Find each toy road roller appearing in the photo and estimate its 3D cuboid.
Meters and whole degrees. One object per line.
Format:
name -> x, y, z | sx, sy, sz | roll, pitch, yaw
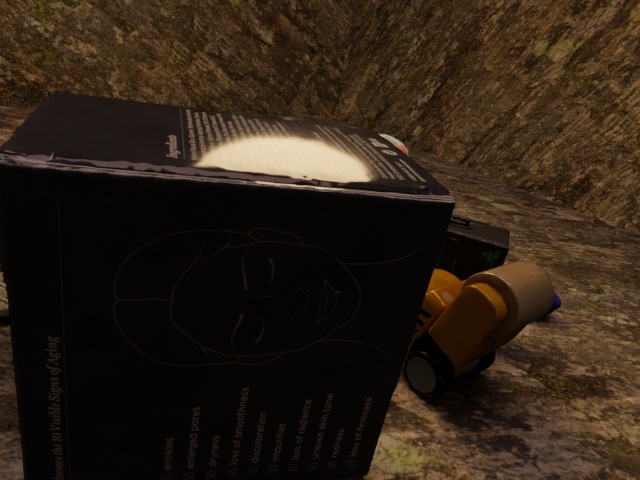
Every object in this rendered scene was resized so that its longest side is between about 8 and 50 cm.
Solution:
toy road roller -> 0.259, 0.130, 1.011 | 0.203, 0.329, 0.240 | -10, 53, -40

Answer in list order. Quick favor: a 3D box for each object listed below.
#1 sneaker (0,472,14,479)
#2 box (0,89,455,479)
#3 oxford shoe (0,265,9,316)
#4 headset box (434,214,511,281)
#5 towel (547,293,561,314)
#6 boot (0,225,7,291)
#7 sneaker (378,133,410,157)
sneaker -> -0.409, 0.346, 0.499 | 0.110, 0.107, 0.275 | 32, 30, 14
box -> -0.142, 0.082, 0.726 | 0.472, 0.479, 0.297 | 3, 27, -19
oxford shoe -> -0.586, 0.067, 1.040 | 0.450, 0.130, 0.169 | -13, 77, -31
headset box -> 0.292, 0.069, 1.212 | 0.247, 0.282, 0.131 | 18, 24, 15
towel -> 0.473, 0.133, 1.426 | 0.309, 0.076, 0.227 | 8, 16, -7
boot -> -0.300, 0.046, 0.917 | 0.446, 0.366, 0.146 | 5, 40, -16
sneaker -> 0.179, -0.171, 1.308 | 0.125, 0.104, 0.261 | -3, 63, -51
